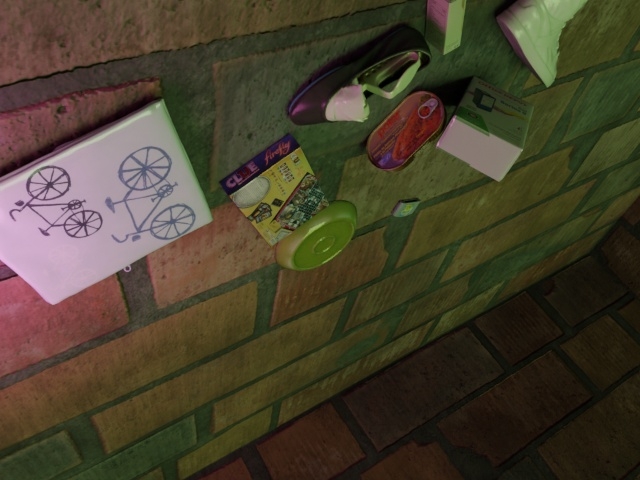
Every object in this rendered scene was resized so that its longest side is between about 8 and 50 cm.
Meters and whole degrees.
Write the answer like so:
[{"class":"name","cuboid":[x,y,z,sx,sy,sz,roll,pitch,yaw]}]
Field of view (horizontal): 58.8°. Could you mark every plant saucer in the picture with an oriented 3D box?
[{"class":"plant saucer","cuboid":[0.000,0.000,1.408,0.241,0.037,0.241,-28,151,-17]}]

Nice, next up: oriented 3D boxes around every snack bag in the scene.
[{"class":"snack bag","cuboid":[-0.360,-0.045,0.924,0.342,0.037,0.323,-31,152,-12]}]

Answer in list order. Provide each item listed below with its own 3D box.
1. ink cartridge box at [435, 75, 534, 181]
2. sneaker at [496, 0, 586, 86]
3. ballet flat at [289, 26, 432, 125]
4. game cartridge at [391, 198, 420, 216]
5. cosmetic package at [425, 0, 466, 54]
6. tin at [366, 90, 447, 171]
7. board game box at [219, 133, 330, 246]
[{"class":"ink cartridge box","cuboid":[0.356,-0.245,1.217,0.212,0.154,0.093,-56,173,-47]},{"class":"sneaker","cuboid":[0.497,-0.447,1.206,0.169,0.108,0.292,-42,151,18]},{"class":"ballet flat","cuboid":[0.077,-0.275,1.001,0.280,0.096,0.095,-36,153,-1]},{"class":"game cartridge","cuboid":[0.235,-0.089,1.564,0.083,0.017,0.056,-10,147,-40]},{"class":"cosmetic package","cuboid":[0.223,-0.399,1.016,0.041,0.060,0.115,-32,154,-11]},{"class":"tin","cuboid":[0.180,-0.226,1.190,0.189,0.106,0.040,-44,159,16]},{"class":"board game box","cuboid":[-0.084,-0.093,1.159,0.165,0.042,0.243,-35,153,-3]}]
